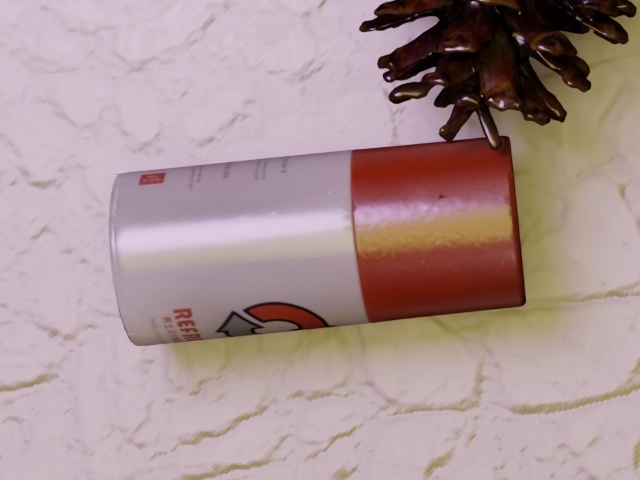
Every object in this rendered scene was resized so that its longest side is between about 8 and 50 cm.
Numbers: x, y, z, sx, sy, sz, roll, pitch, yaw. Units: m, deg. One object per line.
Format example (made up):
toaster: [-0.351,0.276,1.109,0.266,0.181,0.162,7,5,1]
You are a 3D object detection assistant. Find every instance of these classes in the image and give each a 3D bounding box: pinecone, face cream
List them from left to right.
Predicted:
face cream: [0.000,0.000,0.994,0.214,0.096,0.096,-6,90,6]
pinecone: [0.089,-0.131,0.948,0.163,0.163,0.165,11,92,6]
